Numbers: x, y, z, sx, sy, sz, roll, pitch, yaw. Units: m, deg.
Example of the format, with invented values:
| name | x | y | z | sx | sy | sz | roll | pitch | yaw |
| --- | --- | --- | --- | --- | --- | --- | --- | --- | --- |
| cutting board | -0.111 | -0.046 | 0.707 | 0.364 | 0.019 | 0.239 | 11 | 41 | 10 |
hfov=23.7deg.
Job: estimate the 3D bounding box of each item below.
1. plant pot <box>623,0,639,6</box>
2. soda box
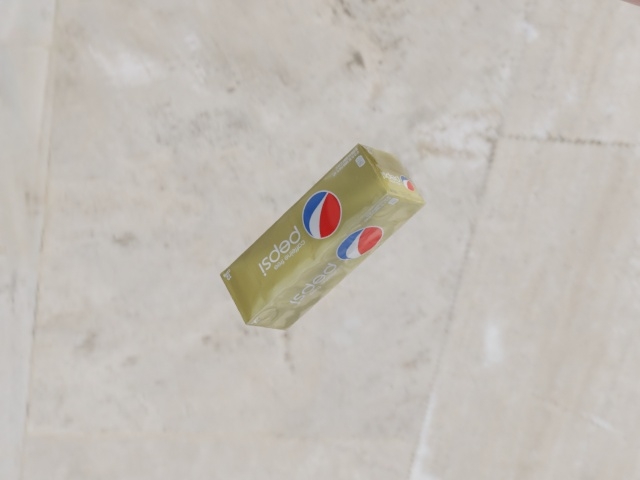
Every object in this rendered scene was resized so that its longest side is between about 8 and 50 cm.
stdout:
| name | x | y | z | sx | sy | sz | roll | pitch | yaw |
| --- | --- | --- | --- | --- | --- | --- | --- | --- | --- |
| plant pot | 0.313 | -0.328 | 1.386 | 0.275 | 0.243 | 0.275 | -30 | 142 | -28 |
| soda box | 0.000 | 0.000 | 1.307 | 0.181 | 0.058 | 0.061 | -43 | 150 | 23 |
